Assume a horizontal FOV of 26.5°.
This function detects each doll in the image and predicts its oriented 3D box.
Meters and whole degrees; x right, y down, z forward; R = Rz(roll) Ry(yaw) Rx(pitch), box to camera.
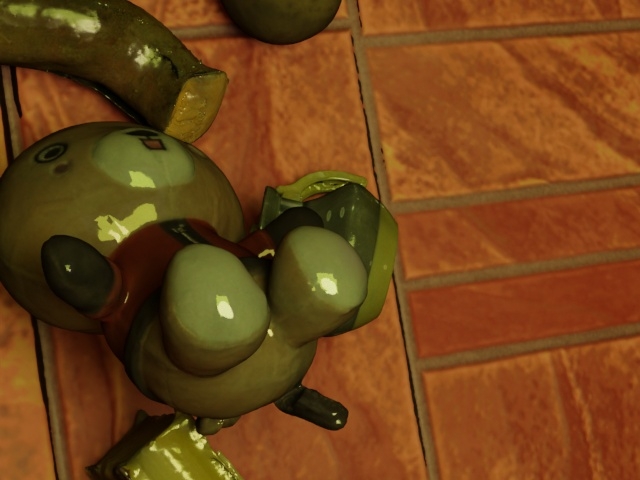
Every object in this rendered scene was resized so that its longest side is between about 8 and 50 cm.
[{"bbox_3d":[-0.112,0.021,0.994,0.235,0.330,0.174,-16,127,-34],"label":"doll"}]

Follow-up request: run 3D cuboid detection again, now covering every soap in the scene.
[{"bbox_3d":[-0.077,0.238,1.049,0.076,0.135,0.233,-40,97,-22],"label":"soap"}]

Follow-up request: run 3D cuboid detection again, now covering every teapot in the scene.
[{"bbox_3d":[0.000,0.000,1.138,0.119,0.130,0.166,13,43,-4],"label":"teapot"}]

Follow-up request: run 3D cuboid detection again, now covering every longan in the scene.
[{"bbox_3d":[-0.036,-0.222,1.170,0.106,0.106,0.119,2,41,-21],"label":"longan"}]

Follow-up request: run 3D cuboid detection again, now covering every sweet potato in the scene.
[{"bbox_3d":[-0.210,-0.157,1.087,0.285,0.085,0.112,15,63,-19],"label":"sweet potato"}]
